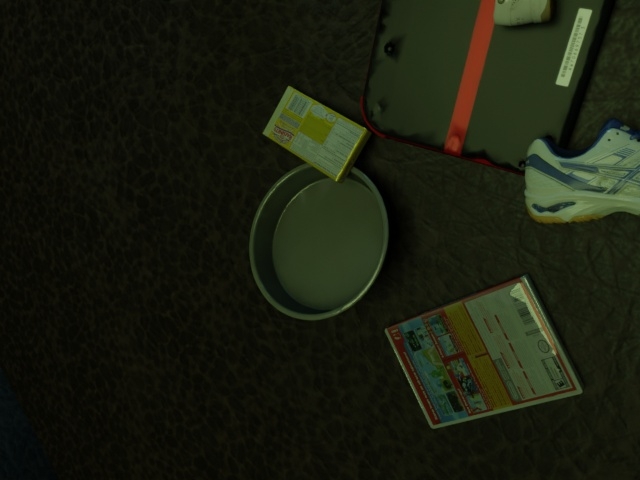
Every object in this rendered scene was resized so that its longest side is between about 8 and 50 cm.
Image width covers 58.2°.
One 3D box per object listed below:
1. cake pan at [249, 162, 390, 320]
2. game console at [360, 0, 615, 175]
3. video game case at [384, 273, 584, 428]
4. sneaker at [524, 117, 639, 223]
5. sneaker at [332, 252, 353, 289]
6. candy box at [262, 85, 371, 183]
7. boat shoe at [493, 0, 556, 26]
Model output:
[{"bbox_3d":[0.000,0.000,1.051,0.293,0.054,0.293,-7,76,30],"label":"cake pan"},{"bbox_3d":[0.244,-0.316,0.875,0.342,0.060,0.386,19,112,23],"label":"game console"},{"bbox_3d":[0.269,0.199,0.989,0.285,0.025,0.204,-28,85,35],"label":"video game case"},{"bbox_3d":[0.419,-0.099,0.753,0.296,0.112,0.131,-5,100,26],"label":"sneaker"},{"bbox_3d":[0.067,0.044,1.084,0.042,0.067,0.118,27,85,28],"label":"sneaker"},{"bbox_3d":[-0.011,-0.196,1.050,0.206,0.027,0.105,37,104,31],"label":"candy box"},{"bbox_3d":[0.250,-0.425,0.752,0.096,0.098,0.277,-1,104,28],"label":"boat shoe"}]
